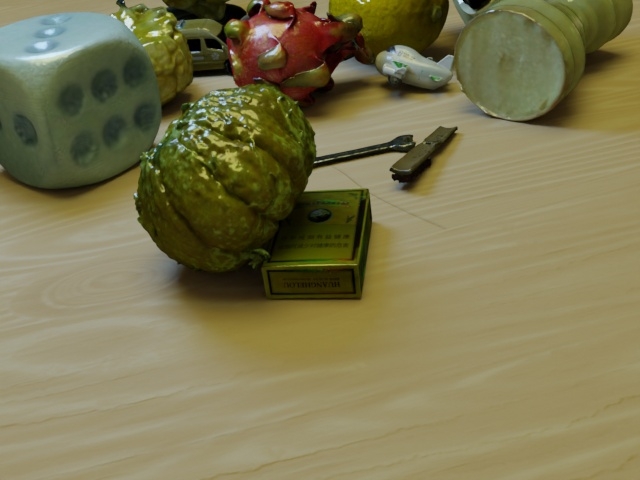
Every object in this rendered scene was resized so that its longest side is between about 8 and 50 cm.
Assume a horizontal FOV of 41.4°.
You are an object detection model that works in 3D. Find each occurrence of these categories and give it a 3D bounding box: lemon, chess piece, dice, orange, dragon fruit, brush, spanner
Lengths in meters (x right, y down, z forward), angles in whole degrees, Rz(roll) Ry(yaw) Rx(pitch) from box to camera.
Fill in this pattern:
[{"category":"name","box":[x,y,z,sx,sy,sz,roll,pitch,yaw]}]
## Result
[{"category":"lemon","box":[0.151,-0.537,1.938,0.245,0.245,0.320,-31,35,-34]},{"category":"chess piece","box":[0.474,-0.427,1.727,0.234,0.234,0.442,17,39,32]},{"category":"dice","box":[-0.483,-0.268,1.600,0.263,0.264,0.268,20,39,35]},{"category":"orange","box":[-0.140,-0.104,1.245,0.301,0.223,0.300,-58,20,-14]},{"category":"dragon fruit","box":[-0.053,-0.401,1.777,0.243,0.227,0.307,19,37,28]},{"category":"brush","box":[0.189,-0.158,1.526,0.043,0.036,0.248,14,30,22]},{"category":"spanner","box":[0.057,-0.160,1.565,0.255,0.015,0.054,-13,33,-11]}]

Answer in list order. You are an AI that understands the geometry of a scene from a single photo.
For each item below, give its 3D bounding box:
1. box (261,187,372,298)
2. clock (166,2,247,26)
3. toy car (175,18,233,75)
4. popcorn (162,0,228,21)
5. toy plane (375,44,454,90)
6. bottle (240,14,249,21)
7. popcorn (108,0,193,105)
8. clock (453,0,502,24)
[{"category":"box","box":[0.000,0.000,1.275,0.141,0.064,0.220,-2,31,10]},{"category":"clock","box":[-0.346,-0.546,2.209,0.319,0.066,0.319,-5,32,3]},{"category":"toy car","box":[-0.291,-0.460,2.005,0.257,0.124,0.101,-3,33,8]},{"category":"popcorn","box":[-0.314,-0.712,2.148,0.312,0.312,0.312,-5,32,3]},{"category":"toy plane","box":[0.199,-0.370,1.803,0.174,0.080,0.174,7,24,-3]},{"category":"bottle","box":[-0.139,-0.552,2.157,0.099,0.099,0.152,8,31,22]},{"category":"popcorn","box":[-0.394,-0.400,1.838,0.249,0.225,0.249,-3,37,2]},{"category":"clock","box":[0.368,-0.550,1.920,0.120,0.276,0.379,-33,24,21]}]
